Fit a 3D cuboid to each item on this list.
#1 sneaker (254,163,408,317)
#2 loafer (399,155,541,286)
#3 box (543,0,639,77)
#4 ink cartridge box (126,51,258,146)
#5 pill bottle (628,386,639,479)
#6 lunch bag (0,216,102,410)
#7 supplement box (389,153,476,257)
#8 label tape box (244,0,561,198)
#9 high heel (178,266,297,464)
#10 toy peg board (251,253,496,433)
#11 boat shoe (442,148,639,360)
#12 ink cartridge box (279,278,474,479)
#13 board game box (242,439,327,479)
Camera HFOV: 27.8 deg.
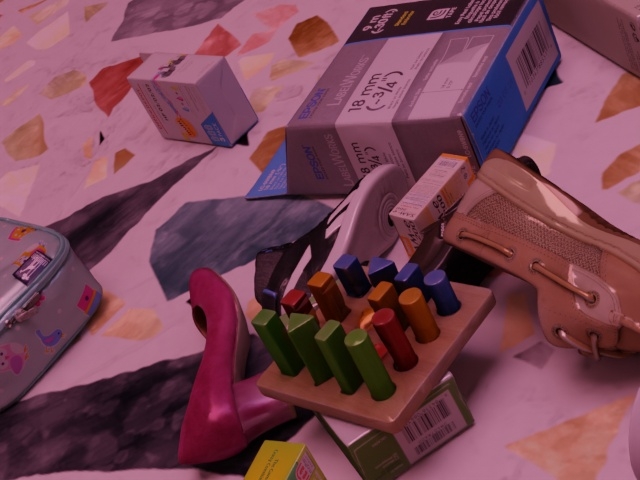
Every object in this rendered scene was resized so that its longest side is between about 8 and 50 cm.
[{"bbox_3d":[0.000,0.000,1.335,0.121,0.079,0.217,0,45,34],"label":"sneaker"},{"bbox_3d":[0.133,-0.005,1.245,0.078,0.080,0.220,17,54,46],"label":"loafer"},{"bbox_3d":[0.335,-0.279,1.449,0.113,0.094,0.275,-32,34,-5],"label":"box"},{"bbox_3d":[-0.179,-0.186,1.689,0.181,0.104,0.061,11,50,45],"label":"ink cartridge box"},{"bbox_3d":[0.341,0.141,0.843,0.264,0.146,0.146,5,46,41],"label":"pill bottle"},{"bbox_3d":[-0.401,0.079,1.494,0.279,0.108,0.224,12,51,44],"label":"lunch bag"},{"bbox_3d":[0.119,-0.033,1.309,0.036,0.062,0.098,14,53,44],"label":"supplement box"},{"bbox_3d":[0.074,-0.165,1.479,0.334,0.106,0.240,-1,42,35],"label":"label tape box"},{"bbox_3d":[-0.117,0.118,1.265,0.117,0.082,0.244,-23,46,-10],"label":"high heel"},{"bbox_3d":[0.036,0.066,1.109,0.161,0.079,0.160,10,48,43],"label":"toy peg board"},{"bbox_3d":[0.237,0.049,1.074,0.110,0.121,0.341,-54,46,7],"label":"boat shoe"},{"bbox_3d":[0.037,0.121,1.164,0.109,0.062,0.209,-33,34,-8],"label":"ink cartridge box"},{"bbox_3d":[-0.048,0.257,1.018,0.043,0.092,0.181,0,43,34],"label":"board game box"}]
